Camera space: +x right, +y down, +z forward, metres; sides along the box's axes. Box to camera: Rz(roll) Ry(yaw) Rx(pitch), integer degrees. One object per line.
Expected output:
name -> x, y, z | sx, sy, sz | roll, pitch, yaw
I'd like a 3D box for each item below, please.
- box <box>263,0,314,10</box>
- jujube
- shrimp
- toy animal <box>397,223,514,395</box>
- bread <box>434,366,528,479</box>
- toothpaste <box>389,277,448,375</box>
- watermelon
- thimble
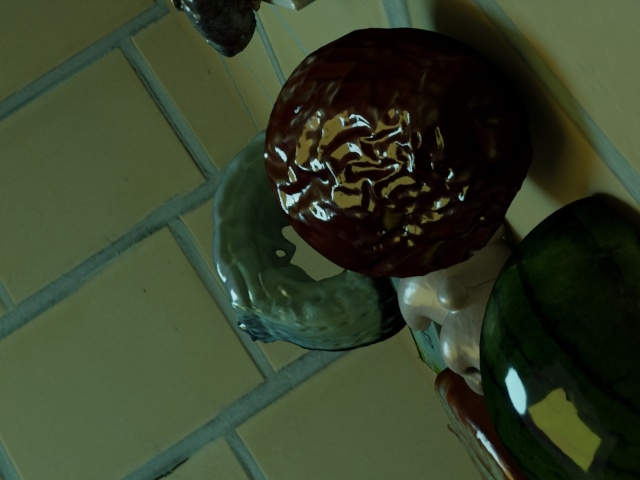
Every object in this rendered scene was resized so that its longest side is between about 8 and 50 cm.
box -> -0.082, -0.307, 1.191 | 0.214, 0.069, 0.353 | 58, 178, -17
jujube -> 0.055, -0.058, 0.892 | 0.168, 0.168, 0.236 | 57, 162, -8
shrimp -> -0.092, -0.214, 1.137 | 0.190, 0.075, 0.073 | 51, -157, -59
toy animal -> 0.144, 0.080, 1.107 | 0.212, 0.124, 0.124 | 59, 179, 46
bread -> 0.231, 0.235, 1.324 | 0.295, 0.114, 0.327 | 54, 174, 48
toothpaste -> 0.131, 0.068, 1.359 | 0.071, 0.089, 0.313 | 49, 174, 24
watermelon -> 0.161, 0.086, 0.816 | 0.232, 0.127, 0.204 | 56, 172, 44
thimble -> 0.000, 0.000, 1.404 | 0.237, 0.237, 0.150 | 55, 178, 23
